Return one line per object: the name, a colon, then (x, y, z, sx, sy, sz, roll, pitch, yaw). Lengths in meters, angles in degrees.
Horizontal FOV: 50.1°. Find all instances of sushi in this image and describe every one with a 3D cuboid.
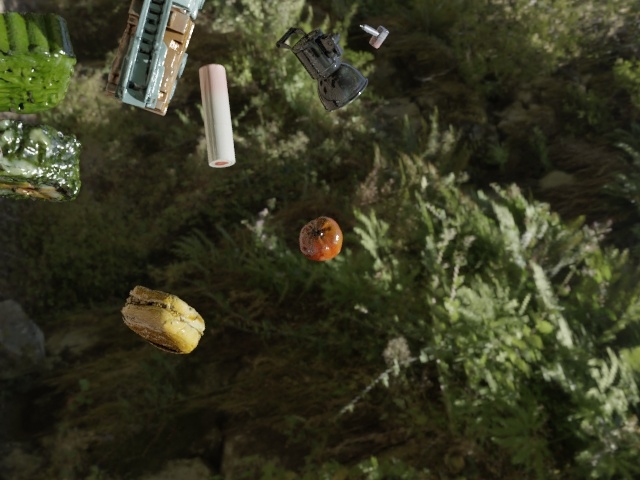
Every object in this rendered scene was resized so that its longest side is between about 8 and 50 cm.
sushi: (-0.798, -0.209, 1.773, 0.294, 0.352, 0.178, -11, -103, 57)

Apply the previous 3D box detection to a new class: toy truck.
toy truck: (-0.307, -0.419, 1.304, 0.184, 0.133, 0.338, -136, -115, -76)

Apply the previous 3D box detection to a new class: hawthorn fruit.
hawthorn fruit: (0.000, 0.000, 1.801, 0.128, 0.128, 0.128, 166, -90, -81)

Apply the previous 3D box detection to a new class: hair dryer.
hair dryer: (0.159, -0.653, 2.154, 0.063, 0.114, 0.037, -53, -130, 24)

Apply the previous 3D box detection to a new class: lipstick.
lipstick: (-0.339, -0.407, 2.238, 0.087, 0.087, 0.326, 122, -40, -78)

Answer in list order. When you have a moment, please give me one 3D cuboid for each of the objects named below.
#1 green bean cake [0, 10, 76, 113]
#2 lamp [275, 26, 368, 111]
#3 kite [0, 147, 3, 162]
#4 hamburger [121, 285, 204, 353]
green bean cake: (-0.927, -0.531, 2.089, 0.335, 0.319, 0.218, -40, -116, 59)
lamp: (0.012, -0.482, 1.849, 0.172, 0.147, 0.227, -2, -45, 51)
kite: (-0.613, -0.108, 1.138, 0.012, 0.229, 0.250, 50, 20, -2)
hamburger: (-0.389, 0.200, 1.717, 0.213, 0.214, 0.108, 92, 21, -60)
